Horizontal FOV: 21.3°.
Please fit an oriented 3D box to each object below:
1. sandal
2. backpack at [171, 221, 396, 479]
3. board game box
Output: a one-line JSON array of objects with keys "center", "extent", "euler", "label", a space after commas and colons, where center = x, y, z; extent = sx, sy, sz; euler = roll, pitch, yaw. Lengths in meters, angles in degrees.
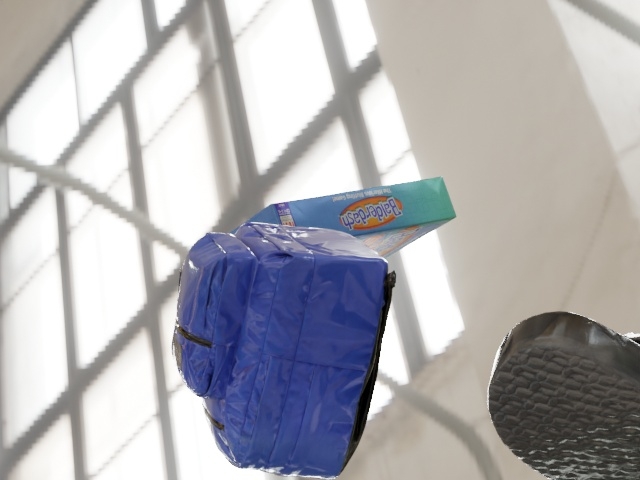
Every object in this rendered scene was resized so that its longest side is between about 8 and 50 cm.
[{"center": [0.171, 0.092, 0.773], "extent": [0.254, 0.054, 0.097], "euler": [31, -36, -32], "label": "sandal"}, {"center": [-0.024, 0.056, 0.857], "extent": [0.101, 0.098, 0.120], "euler": [6, -80, -11], "label": "backpack"}, {"center": [0.000, 0.000, 1.608], "extent": [0.210, 0.047, 0.160], "euler": [-11, -14, -38], "label": "board game box"}]
